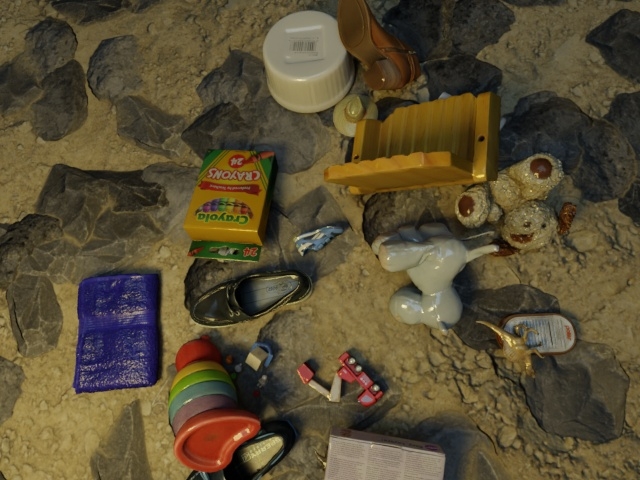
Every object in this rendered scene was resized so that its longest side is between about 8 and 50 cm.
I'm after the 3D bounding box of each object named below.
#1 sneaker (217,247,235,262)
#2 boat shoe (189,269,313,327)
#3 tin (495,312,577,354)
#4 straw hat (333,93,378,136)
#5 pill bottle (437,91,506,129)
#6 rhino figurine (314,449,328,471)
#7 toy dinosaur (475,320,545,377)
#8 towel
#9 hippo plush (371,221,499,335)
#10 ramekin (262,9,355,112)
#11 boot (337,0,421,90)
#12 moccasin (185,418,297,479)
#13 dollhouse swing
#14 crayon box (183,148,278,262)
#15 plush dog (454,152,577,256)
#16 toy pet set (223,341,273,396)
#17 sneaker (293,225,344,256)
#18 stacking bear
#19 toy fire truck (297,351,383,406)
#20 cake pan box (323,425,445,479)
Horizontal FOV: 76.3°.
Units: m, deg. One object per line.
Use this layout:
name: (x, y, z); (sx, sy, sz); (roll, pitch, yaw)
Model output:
sneaker: (-0.242, 0.001, 1.144); (0.058, 0.052, 0.135); (17, 84, -2)
boat shoe: (-0.191, 0.148, 1.065); (0.340, 0.113, 0.127); (-10, 76, 2)
tin: (0.542, 0.236, 1.024); (0.189, 0.040, 0.106); (-3, 80, 4)
straw hat: (0.103, -0.385, 1.200); (0.144, 0.061, 0.145); (-1, 76, 5)
pill bottle: (0.403, -0.332, 1.135); (0.186, 0.112, 0.112); (34, 81, 11)
rhino figurine: (0.103, 0.533, 0.965); (0.243, 0.073, 0.106); (14, 84, 6)
toy dinosaur: (0.474, 0.243, 0.983); (0.092, 0.053, 0.183); (-39, 76, -3)
towel: (-0.550, 0.243, 1.091); (0.227, 0.076, 0.308); (-8, 76, 4)
hippo plush: (0.280, 0.094, 1.023); (0.294, 0.234, 0.237); (-2, 106, 19)
ramekin: (-0.038, -0.535, 1.206); (0.277, 0.135, 0.277); (-2, 74, 6)
boot: (0.178, -0.566, 1.149); (0.220, 0.109, 0.283); (-31, 94, -41)
moccasin: (-0.217, 0.541, 0.968); (0.342, 0.117, 0.138); (-40, 76, -6)
dollhouse swing: (0.206, -0.254, 0.967); (0.346, 0.305, 0.315); (-1, 76, 36)
crayon box: (-0.239, -0.103, 1.106); (0.202, 0.081, 0.319); (3, 61, 5)
plush dog: (0.510, -0.078, 1.053); (0.262, 0.210, 0.225); (-30, 89, 25)
toy pet set: (-0.176, 0.319, 1.062); (0.122, 0.065, 0.114); (33, 116, 14)
sneaker: (0.000, 0.000, 1.119); (0.144, 0.053, 0.059); (-19, 75, 9)
stacking bear: (-0.278, 0.355, 0.967); (0.175, 0.164, 0.289); (-49, 37, 10)
toy fire truck: (0.049, 0.357, 1.028); (0.135, 0.047, 0.192); (-42, 77, -6)
cake pan box: (0.135, 0.558, 0.890); (0.266, 0.070, 0.246); (6, 88, 7)
